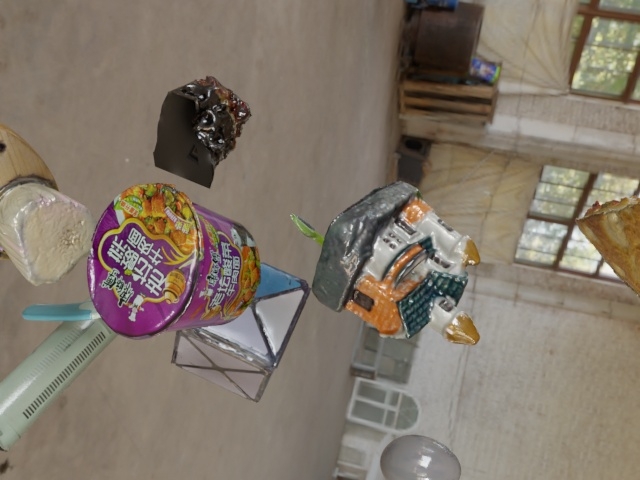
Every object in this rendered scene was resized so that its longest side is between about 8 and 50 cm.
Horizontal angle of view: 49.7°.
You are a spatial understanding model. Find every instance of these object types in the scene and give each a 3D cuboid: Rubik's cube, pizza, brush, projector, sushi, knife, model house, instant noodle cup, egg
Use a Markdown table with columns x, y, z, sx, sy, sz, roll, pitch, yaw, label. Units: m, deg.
| x | y | z | sx | sy | sz | roll | pitch | yaw | label |
| --- | --- | --- | --- | --- | --- | --- | --- | --- | --- |
| -0.239 | 0.247 | 2.031 | 0.305 | 0.310 | 0.307 | 114 | 0 | -57 | Rubik's cube |
| 0.634 | 0.017 | 1.203 | 0.440 | 0.130 | 0.406 | 54 | -7 | 34 | pizza |
| -0.495 | -0.071 | 1.139 | 0.174 | 0.166 | 0.267 | -42 | 141 | -38 | brush |
| -0.552 | 0.265 | 1.411 | 0.337 | 0.108 | 0.108 | -51 | 155 | -35 | projector |
| -0.215 | -0.222 | 1.303 | 0.150 | 0.153 | 0.172 | -40 | 142 | -42 | sushi |
| 0.000 | 0.000 | 1.425 | 0.184 | 0.022 | 0.026 | 39 | 41 | -35 | knife |
| 0.180 | 0.063 | 1.250 | 0.271 | 0.300 | 0.190 | -28 | 147 | -46 | model house |
| -0.232 | 0.042 | 1.159 | 0.190 | 0.251 | 0.251 | 14 | 87 | -58 | instant noodle cup |
| -0.499 | 0.141 | 1.371 | 0.064 | 0.221 | 0.031 | -56 | 137 | -58 | knife |
| 0.244 | 0.553 | 1.695 | 0.146 | 0.198 | 0.147 | 9 | 90 | -71 | egg |
